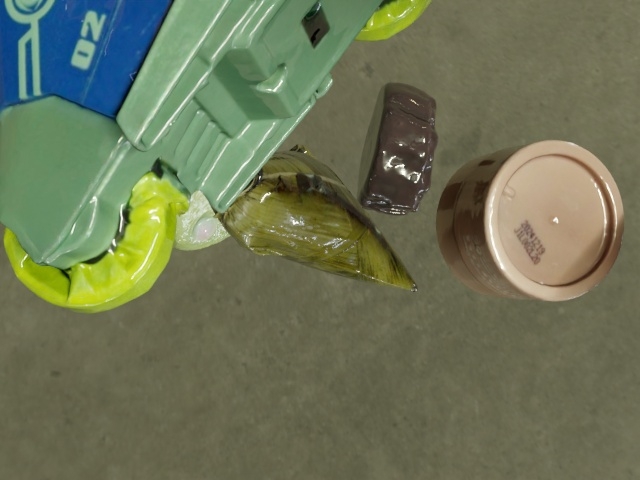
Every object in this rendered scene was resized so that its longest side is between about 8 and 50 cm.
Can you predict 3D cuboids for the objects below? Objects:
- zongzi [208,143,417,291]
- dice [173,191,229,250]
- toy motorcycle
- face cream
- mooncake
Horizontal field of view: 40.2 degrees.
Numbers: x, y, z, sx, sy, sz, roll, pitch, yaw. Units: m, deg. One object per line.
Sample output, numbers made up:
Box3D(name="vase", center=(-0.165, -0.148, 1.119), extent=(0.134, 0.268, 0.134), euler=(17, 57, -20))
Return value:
Box3D(name="zongzi", center=(0.000, 0.000, 0.827), extent=(0.204, 0.205, 0.094), euler=(44, 104, 5))
Box3D(name="dice", center=(-0.256, -0.149, 1.708), extent=(0.250, 0.252, 0.254), euler=(-32, 140, -25))
Box3D(name="toy motorcycle", center=(-0.087, -0.133, 0.472), extent=(0.200, 0.191, 0.326), euler=(38, 87, 16))
Box3D(name="face cream", center=(0.199, -0.017, 0.840), extent=(0.149, 0.104, 0.149), euler=(1, 88, -18))
Box3D(name="mooncake", center=(0.169, -0.193, 1.869), extent=(0.141, 0.283, 0.283), euler=(10, 113, -6))
